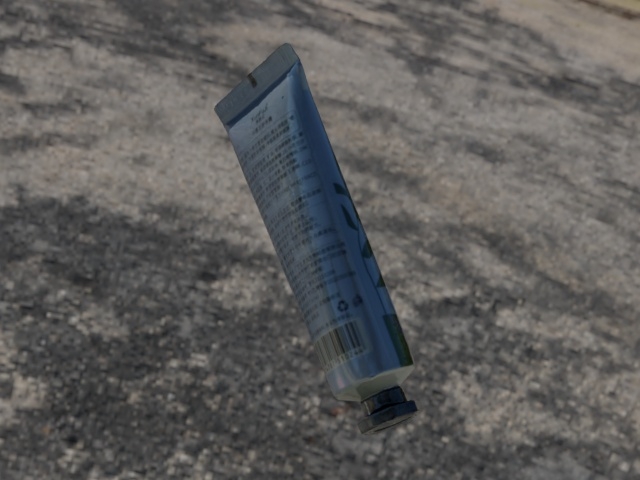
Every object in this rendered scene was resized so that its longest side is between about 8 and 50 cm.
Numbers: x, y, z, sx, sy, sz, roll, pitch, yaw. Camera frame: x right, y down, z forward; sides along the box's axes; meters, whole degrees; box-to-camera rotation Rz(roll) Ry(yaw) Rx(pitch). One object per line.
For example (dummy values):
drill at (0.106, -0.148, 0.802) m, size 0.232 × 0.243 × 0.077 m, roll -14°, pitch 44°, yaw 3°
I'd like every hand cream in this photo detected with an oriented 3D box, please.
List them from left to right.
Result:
hand cream at (0.000, 0.000, 0.761) m, size 0.058 × 0.091 × 0.271 m, roll -6°, pitch 67°, yaw -45°
